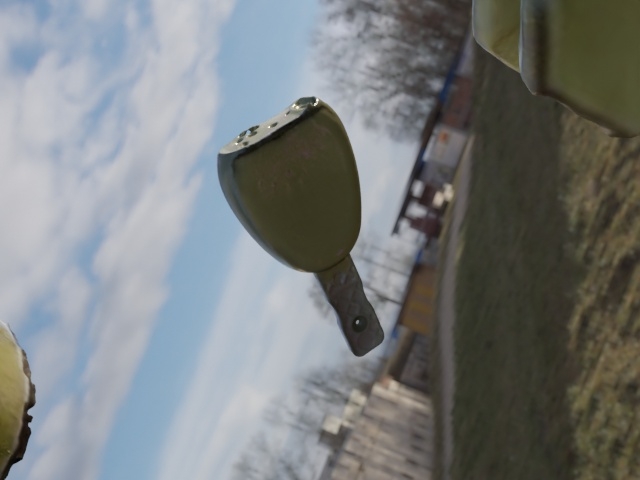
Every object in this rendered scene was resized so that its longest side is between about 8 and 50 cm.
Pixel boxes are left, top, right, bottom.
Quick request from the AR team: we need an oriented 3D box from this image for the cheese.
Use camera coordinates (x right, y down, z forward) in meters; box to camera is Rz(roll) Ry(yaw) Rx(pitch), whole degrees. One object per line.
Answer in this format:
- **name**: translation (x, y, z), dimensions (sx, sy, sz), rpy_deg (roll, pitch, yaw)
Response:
- **cheese**: translation (0.000, 0.000, 0.816), dimensions (0.097, 0.192, 0.037), rpy_deg (-32, 25, -18)

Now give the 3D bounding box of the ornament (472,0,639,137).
- **ornament**: translation (0.158, -0.125, 0.419), dimensions (0.201, 0.180, 0.059), rpy_deg (-59, 39, 14)

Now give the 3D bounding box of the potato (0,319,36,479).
- **potato**: translation (-0.211, 0.073, 0.403), dimensions (0.202, 0.182, 0.117), rpy_deg (-48, -48, -15)
